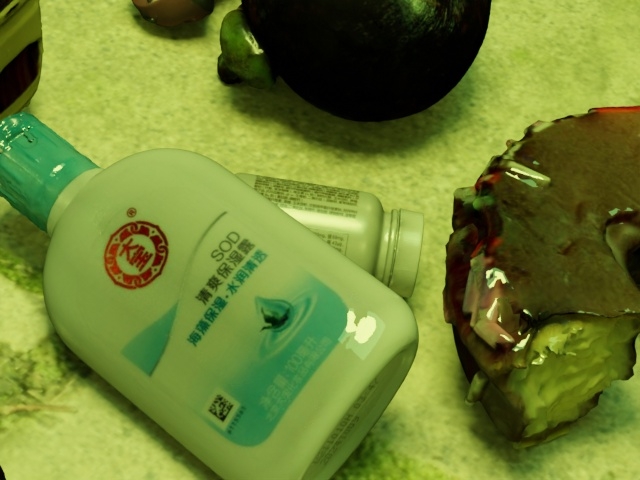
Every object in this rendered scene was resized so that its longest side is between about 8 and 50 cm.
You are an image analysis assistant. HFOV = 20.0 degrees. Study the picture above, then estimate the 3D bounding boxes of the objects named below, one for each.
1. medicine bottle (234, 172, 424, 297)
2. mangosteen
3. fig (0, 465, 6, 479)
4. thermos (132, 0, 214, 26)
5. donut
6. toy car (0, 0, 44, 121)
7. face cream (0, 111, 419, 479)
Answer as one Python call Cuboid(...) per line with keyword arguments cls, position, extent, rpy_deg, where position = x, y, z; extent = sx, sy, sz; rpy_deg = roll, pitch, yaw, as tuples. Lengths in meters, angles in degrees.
Cuboid(cls="medicine bottle", position=(0.000, 0.000, 1.284), extent=(0.140, 0.079, 0.079), rpy_deg=(8, 44, -1))
Cuboid(cls="mangosteen", position=(0.025, -0.192, 1.415), extent=(0.216, 0.216, 0.216), rpy_deg=(5, 44, -5))
Cuboid(cls="fig", position=(-0.291, 0.146, 0.983), extent=(0.224, 0.224, 0.263), rpy_deg=(32, 29, 22))
Cuboid(cls="thermos", position=(-0.100, -0.323, 1.538), extent=(0.136, 0.109, 0.330), rpy_deg=(9, 63, 15))
Cuboid(cls="donut", position=(0.241, 0.024, 1.267), extent=(0.345, 0.136, 0.259), rpy_deg=(1, 43, -11))
Cuboid(cls="toy car", position=(-0.338, -0.162, 1.364), extent=(0.257, 0.124, 0.101), rpy_deg=(14, 40, 18))
Cuboid(cls="face cream", position=(-0.100, 0.024, 1.208), extent=(0.337, 0.080, 0.163), rpy_deg=(37, 89, 24))
